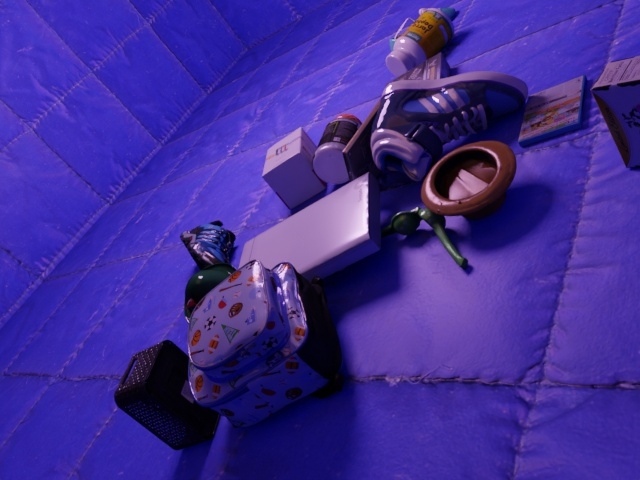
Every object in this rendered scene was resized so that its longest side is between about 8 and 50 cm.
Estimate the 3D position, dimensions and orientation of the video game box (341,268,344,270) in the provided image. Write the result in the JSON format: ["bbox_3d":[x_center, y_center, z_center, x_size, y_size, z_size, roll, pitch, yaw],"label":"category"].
[{"bbox_3d":[0.000,0.000,1.342,0.205,0.048,0.187,-14,35,42],"label":"video game box"}]

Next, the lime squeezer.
[{"bbox_3d":[0.177,-0.010,1.141,0.310,0.059,0.110,7,83,54],"label":"lime squeezer"}]

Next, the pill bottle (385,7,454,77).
[{"bbox_3d":[0.290,-0.577,1.768,0.208,0.117,0.117,-47,27,-14],"label":"pill bottle"}]

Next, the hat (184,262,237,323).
[{"bbox_3d":[-0.296,0.102,1.365,0.208,0.183,0.173,-5,65,34],"label":"hat"}]

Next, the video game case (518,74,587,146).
[{"bbox_3d":[0.457,-0.256,1.175,0.119,0.015,0.166,-15,36,39],"label":"video game case"}]

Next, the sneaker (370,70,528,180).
[{"bbox_3d":[0.265,-0.223,1.265,0.322,0.130,0.236,3,67,19],"label":"sneaker"}]

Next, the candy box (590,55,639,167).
[{"bbox_3d":[0.521,-0.185,0.825,0.071,0.159,0.233,-50,27,-22],"label":"candy box"}]

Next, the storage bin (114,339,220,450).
[{"bbox_3d":[-0.273,0.287,1.106,0.084,0.180,0.122,-26,30,27],"label":"storage bin"}]

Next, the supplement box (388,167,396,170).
[{"bbox_3d":[0.199,-0.192,1.387,0.062,0.036,0.098,-47,29,-14],"label":"supplement box"}]

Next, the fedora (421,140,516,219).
[{"bbox_3d":[0.279,-0.097,1.093,0.194,0.079,0.194,-26,35,21],"label":"fedora"}]

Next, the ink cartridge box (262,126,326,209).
[{"bbox_3d":[-0.068,-0.201,1.644,0.127,0.128,0.176,-30,27,20],"label":"ink cartridge box"}]

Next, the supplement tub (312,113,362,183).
[{"bbox_3d":[0.054,-0.245,1.567,0.117,0.117,0.190,-21,32,33],"label":"supplement tub"}]

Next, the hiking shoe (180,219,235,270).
[{"bbox_3d":[-0.289,0.016,1.622,0.132,0.113,0.304,-33,32,-11],"label":"hiking shoe"}]

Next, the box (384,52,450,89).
[{"bbox_3d":[0.254,-0.392,1.600,0.183,0.056,0.231,-24,31,28],"label":"box"}]

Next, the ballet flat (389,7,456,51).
[{"bbox_3d":[0.326,-0.698,1.939,0.247,0.087,0.083,-38,26,4],"label":"ballet flat"}]

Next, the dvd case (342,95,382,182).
[{"bbox_3d":[0.124,-0.218,1.395,0.018,0.164,0.221,17,57,28],"label":"dvd case"}]

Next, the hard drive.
[{"bbox_3d":[-0.033,0.011,1.267,0.353,0.047,0.233,-28,32,24],"label":"hard drive"}]

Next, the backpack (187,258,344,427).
[{"bbox_3d":[-0.114,0.187,1.047,0.263,0.213,0.276,-44,28,17],"label":"backpack"}]
